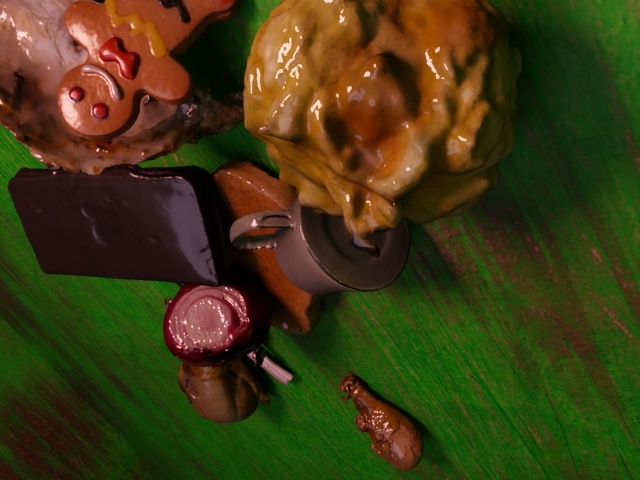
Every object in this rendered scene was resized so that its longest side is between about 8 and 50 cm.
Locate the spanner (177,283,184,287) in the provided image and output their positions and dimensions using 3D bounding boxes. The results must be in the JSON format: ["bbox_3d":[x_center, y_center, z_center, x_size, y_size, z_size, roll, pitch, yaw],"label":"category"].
[{"bbox_3d":[-0.262,0.134,1.139,0.254,0.015,0.054,44,142,-6],"label":"spanner"}]

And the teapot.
[{"bbox_3d":[0.000,0.000,0.673,0.239,0.163,0.149,7,160,-30],"label":"teapot"}]

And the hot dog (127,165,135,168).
[{"bbox_3d":[-0.371,-0.052,0.950,0.257,0.150,0.153,50,151,-12],"label":"hot dog"}]

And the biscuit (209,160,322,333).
[{"bbox_3d":[-0.117,0.010,0.866,0.287,0.057,0.344,21,138,23],"label":"biscuit"}]

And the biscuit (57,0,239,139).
[{"bbox_3d":[-0.207,-0.225,0.586,0.165,0.250,0.036,36,-178,-3],"label":"biscuit"}]

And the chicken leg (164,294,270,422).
[{"bbox_3d":[-0.236,0.255,1.128,0.201,0.153,0.430,13,135,22],"label":"chicken leg"}]

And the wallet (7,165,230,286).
[{"bbox_3d":[-0.328,-0.024,0.820,0.377,0.051,0.197,1,116,19],"label":"wallet"}]

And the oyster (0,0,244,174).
[{"bbox_3d":[-0.289,-0.183,0.653,0.395,0.204,0.111,27,180,-8],"label":"oyster"}]

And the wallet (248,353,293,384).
[{"bbox_3d":[-0.114,0.269,1.137,0.122,0.025,0.061,38,153,3],"label":"wallet"}]

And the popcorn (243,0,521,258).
[{"bbox_3d":[0.047,-0.112,0.467,0.249,0.225,0.249,28,176,2],"label":"popcorn"}]

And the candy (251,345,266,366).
[{"bbox_3d":[-0.163,0.165,1.039,0.051,0.094,0.226,-9,129,22],"label":"candy"}]

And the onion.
[{"bbox_3d":[-0.174,0.114,0.869,0.135,0.173,0.198,99,158,-60],"label":"onion"}]

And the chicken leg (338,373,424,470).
[{"bbox_3d":[0.111,0.345,0.999,0.207,0.085,0.101,46,154,6],"label":"chicken leg"}]
